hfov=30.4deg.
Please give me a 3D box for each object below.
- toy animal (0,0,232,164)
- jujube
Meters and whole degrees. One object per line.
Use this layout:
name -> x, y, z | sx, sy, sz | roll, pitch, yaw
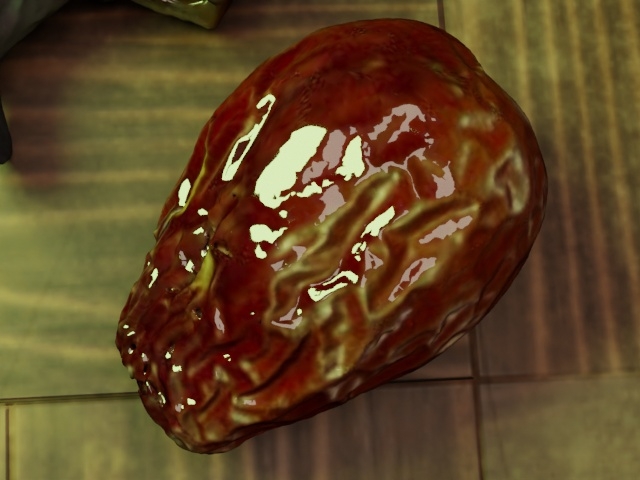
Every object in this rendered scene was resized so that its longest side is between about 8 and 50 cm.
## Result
toy animal -> -0.122, -0.180, 0.623 | 0.185, 0.122, 0.298 | 38, 83, -9
jujube -> 0.000, 0.000, 0.587 | 0.236, 0.168, 0.168 | -45, 86, 1
